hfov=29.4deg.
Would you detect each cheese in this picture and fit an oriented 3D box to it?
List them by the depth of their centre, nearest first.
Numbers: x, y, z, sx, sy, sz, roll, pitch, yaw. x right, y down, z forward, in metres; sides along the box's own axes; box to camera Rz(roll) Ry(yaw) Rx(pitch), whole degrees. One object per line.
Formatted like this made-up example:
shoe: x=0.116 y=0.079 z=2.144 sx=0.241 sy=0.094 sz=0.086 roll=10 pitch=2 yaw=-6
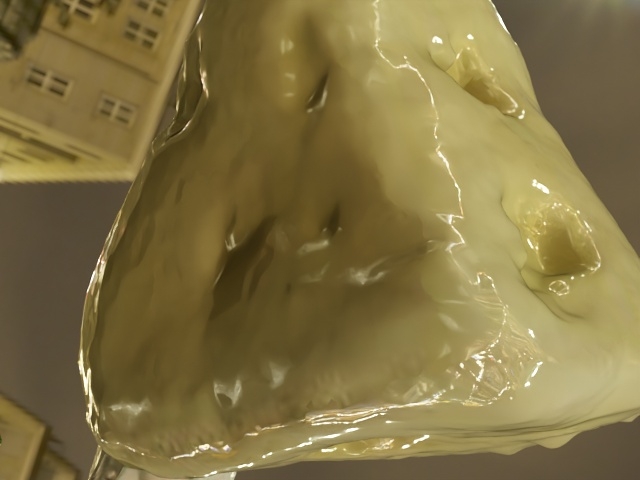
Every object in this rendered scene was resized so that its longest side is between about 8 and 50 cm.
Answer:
cheese: x=0.001 y=0.000 z=0.545 sx=0.248 sy=0.173 sz=0.251 roll=-35 pitch=-120 yaw=36

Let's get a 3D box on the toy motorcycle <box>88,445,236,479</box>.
toy motorcycle: x=-0.088 y=0.122 z=0.765 sx=0.260 sy=0.110 sz=0.171 roll=-68 pitch=-167 yaw=-16
